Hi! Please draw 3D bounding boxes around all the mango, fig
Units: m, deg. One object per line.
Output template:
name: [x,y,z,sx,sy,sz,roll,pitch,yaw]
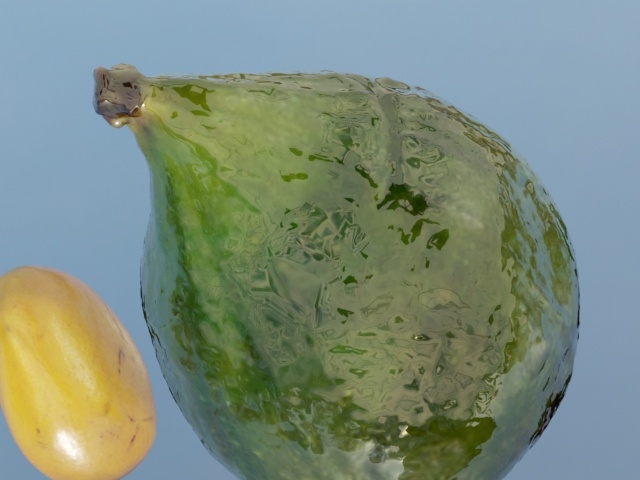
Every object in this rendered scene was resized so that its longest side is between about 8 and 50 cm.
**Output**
mango: [-0.212,0.110,1.132,0.112,0.219,0.145,-8,-146,18]
fig: [0.000,0.000,0.581,0.203,0.235,0.203,-14,-129,18]
